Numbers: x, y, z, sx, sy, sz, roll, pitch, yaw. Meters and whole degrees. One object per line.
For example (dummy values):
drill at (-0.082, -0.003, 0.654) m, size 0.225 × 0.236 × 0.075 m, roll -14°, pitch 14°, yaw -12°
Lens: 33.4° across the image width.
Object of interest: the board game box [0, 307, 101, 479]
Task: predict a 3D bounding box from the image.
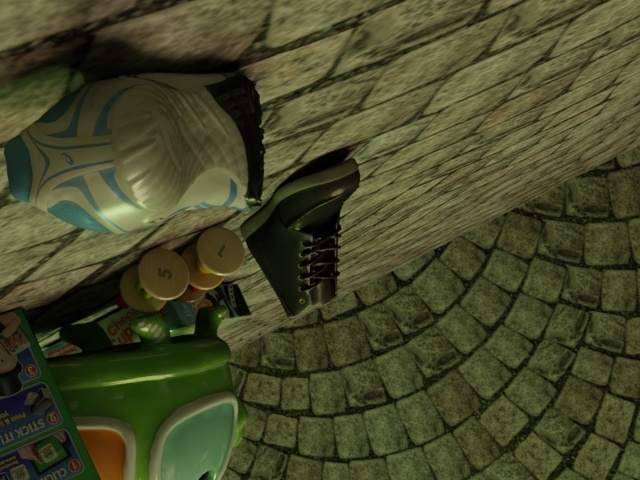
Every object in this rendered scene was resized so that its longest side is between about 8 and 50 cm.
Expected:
board game box at (-0.355, 0.202, 0.907) m, size 0.317 × 0.214 × 0.046 m, roll -19°, pitch 171°, yaw -44°

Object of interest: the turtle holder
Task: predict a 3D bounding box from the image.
turtle holder at (-0.209, 0.199, 1.189) m, size 0.243 × 0.228 × 0.320 m, roll -8°, pitch 177°, yaw -3°

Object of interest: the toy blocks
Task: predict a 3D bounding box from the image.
toy blocks at (-0.160, 0.045, 1.116) m, size 0.123 × 0.054 × 0.148 m, roll -23°, pitch 173°, yaw -34°

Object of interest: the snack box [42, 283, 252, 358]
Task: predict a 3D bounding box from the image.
snack box at (-0.226, 0.125, 1.467) m, size 0.187 × 0.060 × 0.322 m, roll -28°, pitch 173°, yaw 9°

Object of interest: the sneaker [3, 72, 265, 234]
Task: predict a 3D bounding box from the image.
sneaker at (-0.088, -0.051, 0.593) m, size 0.086 × 0.085 × 0.237 m, roll -1°, pitch -176°, yaw 16°

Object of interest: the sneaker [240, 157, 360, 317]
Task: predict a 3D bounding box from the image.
sneaker at (0.000, 0.000, 1.096) m, size 0.083 × 0.118 × 0.222 m, roll -23°, pitch 173°, yaw -27°
